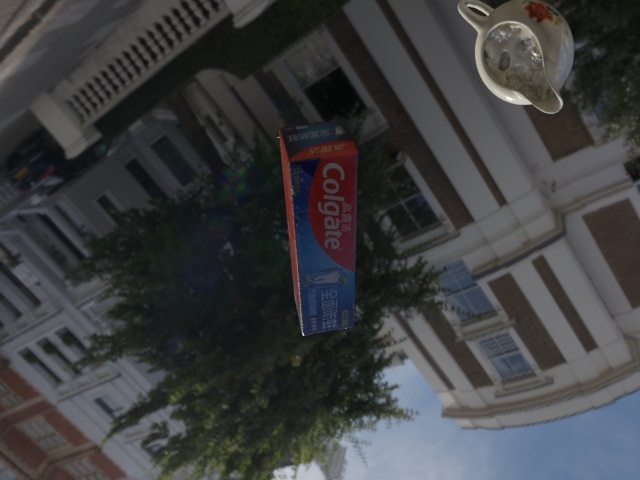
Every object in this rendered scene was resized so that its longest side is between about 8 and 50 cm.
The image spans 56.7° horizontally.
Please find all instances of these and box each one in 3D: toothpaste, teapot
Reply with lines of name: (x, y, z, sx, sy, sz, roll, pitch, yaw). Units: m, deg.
toothpaste: (0.001, 0.000, 0.731, 0.076, 0.320, 0.066, -10, -131, -6)
teapot: (0.285, -0.276, 0.852, 0.092, 0.226, 0.145, -25, 155, -35)
